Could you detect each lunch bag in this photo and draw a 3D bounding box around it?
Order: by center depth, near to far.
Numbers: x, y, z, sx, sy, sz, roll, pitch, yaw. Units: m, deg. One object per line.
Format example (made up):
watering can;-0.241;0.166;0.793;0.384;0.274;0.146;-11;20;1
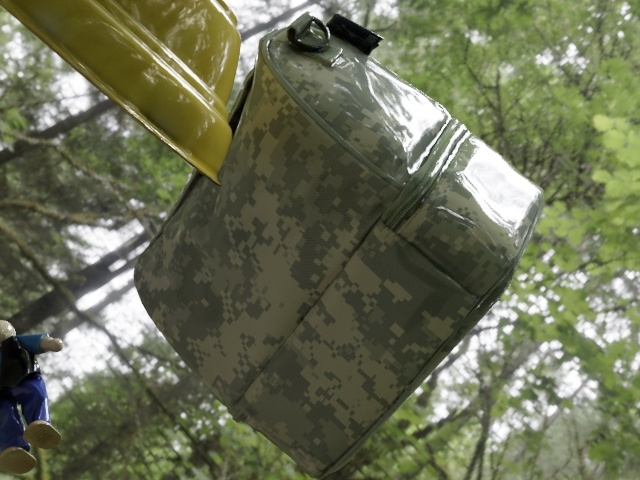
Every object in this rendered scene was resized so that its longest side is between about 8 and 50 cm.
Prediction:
lunch bag;0.000;0.000;0.726;0.256;0.212;0.305;37;-56;0

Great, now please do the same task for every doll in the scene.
doll;-0.321;0.150;0.914;0.046;0.129;0.189;41;7;-45

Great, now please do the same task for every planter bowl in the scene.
planter bowl;-0.116;-0.138;0.544;0.217;0.090;0.217;40;0;0
